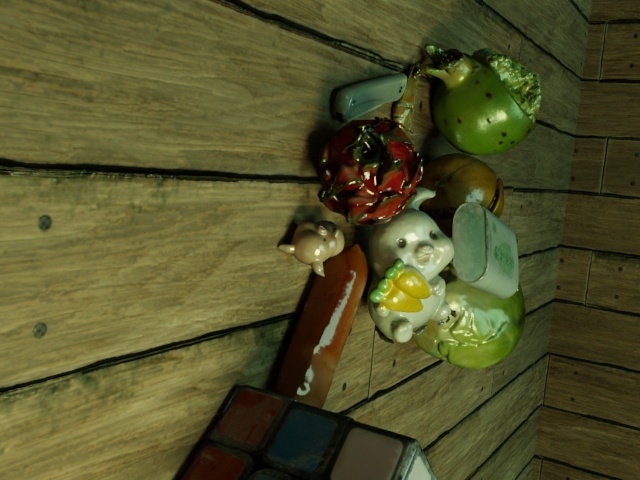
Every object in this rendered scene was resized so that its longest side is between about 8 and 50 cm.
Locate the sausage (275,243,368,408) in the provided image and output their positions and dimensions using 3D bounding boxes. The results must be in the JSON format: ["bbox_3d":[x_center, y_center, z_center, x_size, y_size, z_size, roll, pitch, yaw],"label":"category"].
[{"bbox_3d":[0.002,0.166,1.270,0.097,0.094,0.348,42,63,-42],"label":"sausage"}]

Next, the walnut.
[{"bbox_3d":[0.348,-0.104,1.680,0.336,0.209,0.209,-2,99,-64],"label":"walnut"}]

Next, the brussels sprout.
[{"bbox_3d":[0.356,0.165,1.715,0.344,0.268,0.344,14,66,-35],"label":"brussels sprout"}]

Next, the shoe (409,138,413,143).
[{"bbox_3d":[0.173,-0.166,1.490,0.072,0.069,0.109,-12,98,-19],"label":"shoe"}]

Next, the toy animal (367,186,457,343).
[{"bbox_3d":[0.176,0.043,1.405,0.247,0.182,0.310,-97,178,-60],"label":"toy animal"}]

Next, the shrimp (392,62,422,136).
[{"bbox_3d":[0.197,-0.308,1.522,0.099,0.041,0.180,26,75,-59],"label":"shrimp"}]

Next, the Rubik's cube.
[{"bbox_3d":[-0.018,0.481,1.061,0.362,0.358,0.363,-55,142,-33],"label":"Rubik's cube"}]

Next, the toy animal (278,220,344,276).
[{"bbox_3d":[-0.002,0.006,1.232,0.150,0.083,0.089,-21,118,-57],"label":"toy animal"}]

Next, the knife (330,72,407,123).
[{"bbox_3d":[0.101,-0.286,1.371,0.265,0.040,0.073,-34,137,-51],"label":"knife"}]

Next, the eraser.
[{"bbox_3d":[0.362,0.028,1.497,0.227,0.081,0.174,23,63,-58],"label":"eraser"}]

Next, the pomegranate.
[{"bbox_3d":[0.364,-0.340,1.621,0.340,0.260,0.260,29,69,-25],"label":"pomegranate"}]

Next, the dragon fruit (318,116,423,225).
[{"bbox_3d":[0.089,-0.128,1.235,0.274,0.192,0.193,83,3,-63],"label":"dragon fruit"}]
